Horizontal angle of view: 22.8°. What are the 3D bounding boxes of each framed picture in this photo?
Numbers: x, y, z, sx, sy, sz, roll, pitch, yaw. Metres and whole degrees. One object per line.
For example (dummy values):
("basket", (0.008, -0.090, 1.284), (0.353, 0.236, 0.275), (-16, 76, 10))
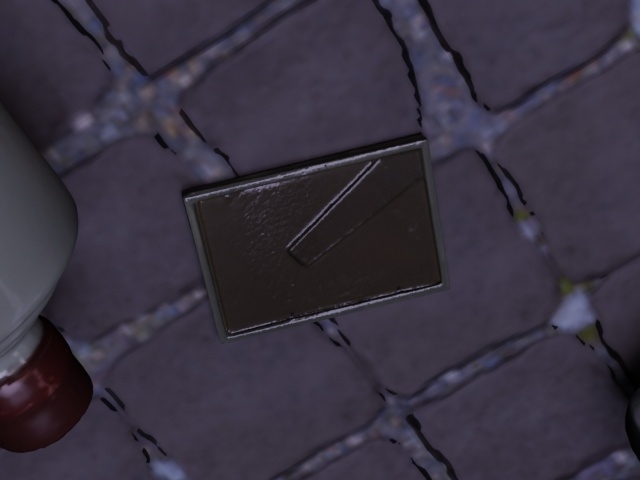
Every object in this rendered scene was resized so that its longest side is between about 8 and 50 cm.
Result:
("framed picture", (0.000, 0.000, 0.571), (0.089, 0.007, 0.066), (-14, 121, -2))

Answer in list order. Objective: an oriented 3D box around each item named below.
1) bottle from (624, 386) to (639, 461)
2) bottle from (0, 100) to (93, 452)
("bottle", (0.223, 0.007, 0.577), (0.096, 0.079, 0.254), (20, 117, -48))
("bottle", (-0.150, -0.029, 0.471), (0.104, 0.104, 0.245), (-29, 121, 7))
